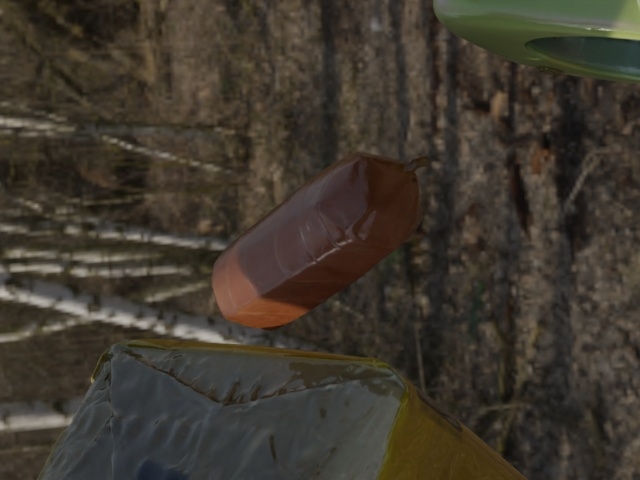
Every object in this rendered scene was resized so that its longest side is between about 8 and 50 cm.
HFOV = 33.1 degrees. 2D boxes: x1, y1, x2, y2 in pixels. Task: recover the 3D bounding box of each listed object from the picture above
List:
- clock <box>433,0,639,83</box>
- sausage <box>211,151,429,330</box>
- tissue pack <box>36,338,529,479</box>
[{"bbox_3d":[0.191,-0.128,0.580,0.232,0.170,0.069,10,92,32],"label":"clock"},{"bbox_3d":[0.000,0.001,0.610,0.169,0.065,0.065,-35,58,52],"label":"sausage"},{"bbox_3d":[0.017,0.249,0.765,0.293,0.382,0.228,-2,59,40],"label":"tissue pack"}]
